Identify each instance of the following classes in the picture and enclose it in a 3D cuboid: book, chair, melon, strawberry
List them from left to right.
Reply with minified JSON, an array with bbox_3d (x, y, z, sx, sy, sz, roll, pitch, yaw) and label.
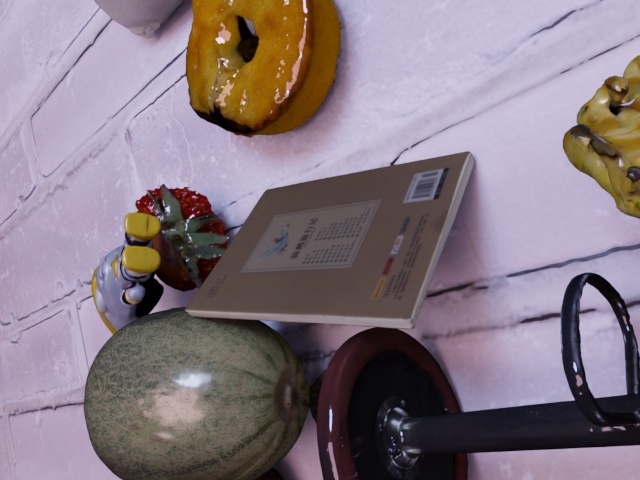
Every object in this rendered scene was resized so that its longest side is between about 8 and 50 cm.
[{"bbox_3d":[-0.221,0.008,0.799,0.174,0.098,0.228,55,147,5],"label":"strawberry"},{"bbox_3d":[-0.166,0.208,0.662,0.329,0.249,0.248,-11,87,38],"label":"melon"},{"bbox_3d":[0.000,0.000,0.559,0.310,0.217,0.021,-5,135,40],"label":"book"},{"bbox_3d":[0.158,0.157,0.403,0.401,0.226,0.226,-26,77,39],"label":"chair"}]

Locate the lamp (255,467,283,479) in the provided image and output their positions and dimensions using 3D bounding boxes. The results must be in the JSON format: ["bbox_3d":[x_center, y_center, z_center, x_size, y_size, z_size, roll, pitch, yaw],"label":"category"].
[{"bbox_3d":[-0.116,0.395,0.709,0.156,0.135,0.157,50,122,23],"label":"lamp"}]

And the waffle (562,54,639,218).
[{"bbox_3d":[0.273,-0.067,0.268,0.281,0.262,0.060,7,135,48],"label":"waffle"}]

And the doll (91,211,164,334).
[{"bbox_3d":[-0.287,0.065,0.748,0.145,0.103,0.316,62,146,10],"label":"doll"}]

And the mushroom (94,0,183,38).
[{"bbox_3d":[-0.238,-0.440,0.748,0.407,0.138,0.154,-5,78,46],"label":"mushroom"}]

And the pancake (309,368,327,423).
[{"bbox_3d":[0.026,0.219,0.652,0.108,0.017,0.108,4,96,36],"label":"pancake"}]

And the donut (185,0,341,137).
[{"bbox_3d":[-0.086,-0.254,0.643,0.253,0.118,0.253,5,99,37],"label":"donut"}]
